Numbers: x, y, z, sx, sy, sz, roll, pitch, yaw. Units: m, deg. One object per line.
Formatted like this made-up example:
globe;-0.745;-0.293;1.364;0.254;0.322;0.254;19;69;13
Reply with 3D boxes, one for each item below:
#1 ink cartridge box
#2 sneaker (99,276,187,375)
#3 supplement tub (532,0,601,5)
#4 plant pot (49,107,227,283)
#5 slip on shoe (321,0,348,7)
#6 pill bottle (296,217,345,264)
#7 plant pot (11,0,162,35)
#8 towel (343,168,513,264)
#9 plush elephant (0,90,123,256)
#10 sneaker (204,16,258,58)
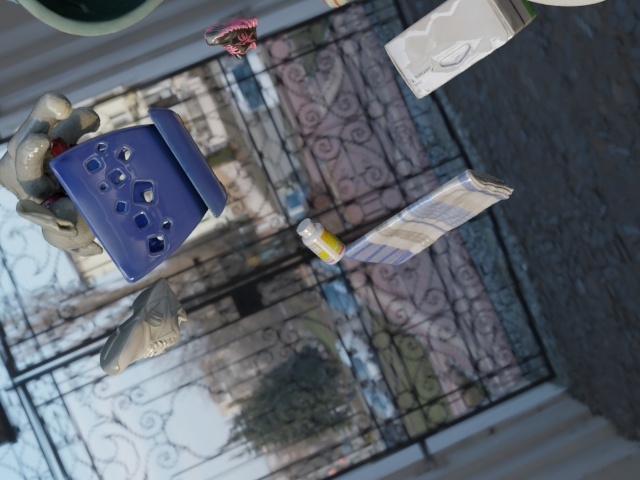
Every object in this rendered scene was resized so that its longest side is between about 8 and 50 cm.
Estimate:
ink cartridge box;0.202;-0.296;1.330;0.092;0.160;0.219;56;-153;-4
sneaker;-0.180;0.098;0.991;0.061;0.054;0.152;49;-151;-13
supplement tub;0.394;-0.562;1.464;0.241;0.241;0.331;111;172;-81
plant pot;-0.286;-0.090;1.563;0.236;0.212;0.236;58;175;-9
slip on shoe;-0.059;-0.351;1.023;0.331;0.101;0.123;58;179;35
pill bottle;0.000;0.000;1.550;0.083;0.043;0.043;42;-175;-27
plant pot;-0.327;-0.392;0.882;0.334;0.341;0.341;17;148;24
towel;0.196;-0.035;1.698;0.209;0.285;0.034;9;-128;-60
plush elephant;-0.514;-0.100;1.888;0.255;0.330;0.272;42;174;2
sneaker;-0.125;-0.291;1.374;0.119;0.047;0.057;-36;-54;-54
